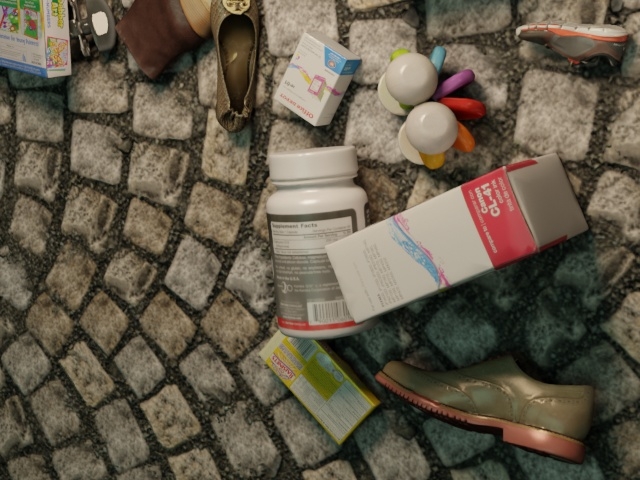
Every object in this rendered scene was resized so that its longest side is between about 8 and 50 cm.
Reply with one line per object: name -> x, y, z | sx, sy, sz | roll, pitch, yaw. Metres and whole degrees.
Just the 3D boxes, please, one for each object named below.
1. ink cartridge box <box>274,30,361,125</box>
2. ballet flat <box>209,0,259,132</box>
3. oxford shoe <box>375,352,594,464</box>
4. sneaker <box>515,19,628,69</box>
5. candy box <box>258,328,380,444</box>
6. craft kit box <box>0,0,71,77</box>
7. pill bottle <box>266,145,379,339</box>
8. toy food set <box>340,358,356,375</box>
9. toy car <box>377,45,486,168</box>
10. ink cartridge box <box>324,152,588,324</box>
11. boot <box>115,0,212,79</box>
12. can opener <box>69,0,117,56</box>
ink cartridge box -> -0.006, -0.253, 1.808 | 0.088, 0.052, 0.122 | 35, 116, 19
ballet flat -> -0.136, -0.295, 1.852 | 0.058, 0.084, 0.250 | -136, 47, -65
oxford shoe -> 0.250, 0.228, 1.745 | 0.348, 0.123, 0.130 | 16, 81, 28
sneaker -> 0.345, -0.270, 1.602 | 0.157, 0.061, 0.065 | 12, 112, 28
candy box -> -0.003, 0.226, 1.892 | 0.206, 0.027, 0.105 | 47, 121, 14
craft kit box -> -0.528, -0.424, 2.018 | 0.249, 0.061, 0.247 | 19, 118, 44
pill bottle -> 0.000, 0.000, 1.793 | 0.161, 0.161, 0.283 | -1, 99, 30
toy food set -> 0.024, 0.232, 1.907 | 0.083, 0.020, 0.083 | 18, 109, 25
toy car -> 0.169, -0.203, 1.681 | 0.136, 0.159, 0.182 | -22, 88, -3
ink cartridge box -> 0.194, -0.005, 1.643 | 0.306, 0.226, 0.131 | -22, 88, 30
boot -> -0.279, -0.417, 1.908 | 0.207, 0.090, 0.248 | -35, 85, 28
can opener -> -0.430, -0.456, 2.010 | 0.093, 0.074, 0.280 | -18, 93, -3
